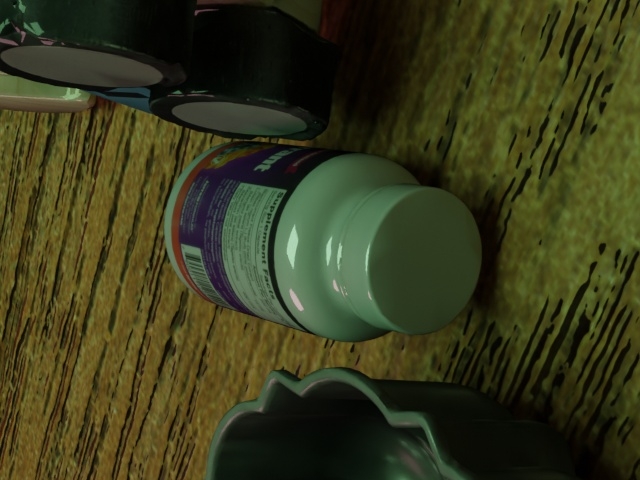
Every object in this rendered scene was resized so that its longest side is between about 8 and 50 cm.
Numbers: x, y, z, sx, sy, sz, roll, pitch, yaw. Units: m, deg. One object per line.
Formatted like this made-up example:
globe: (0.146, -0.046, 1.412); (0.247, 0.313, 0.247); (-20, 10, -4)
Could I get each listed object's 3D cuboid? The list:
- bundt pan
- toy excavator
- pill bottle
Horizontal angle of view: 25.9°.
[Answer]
bundt pan: (0.058, 0.222, 0.736); (0.331, 0.124, 0.330); (10, 102, 53)
toy excavator: (-0.180, -0.179, 0.896); (0.445, 0.433, 0.222); (2, 84, 30)
pill bottle: (0.000, 0.000, 0.808); (0.193, 0.108, 0.108); (12, 103, 53)
